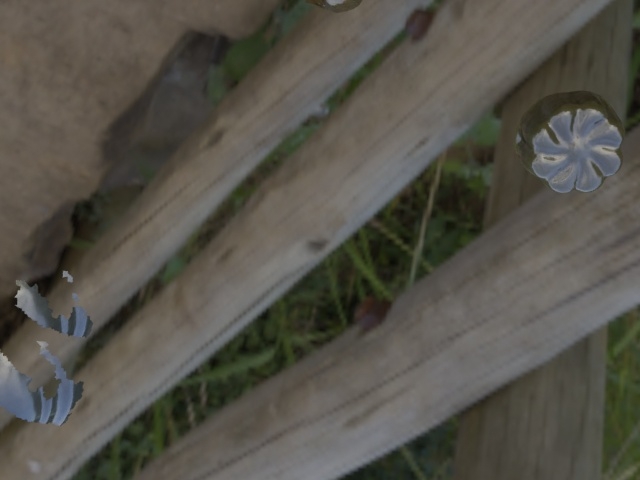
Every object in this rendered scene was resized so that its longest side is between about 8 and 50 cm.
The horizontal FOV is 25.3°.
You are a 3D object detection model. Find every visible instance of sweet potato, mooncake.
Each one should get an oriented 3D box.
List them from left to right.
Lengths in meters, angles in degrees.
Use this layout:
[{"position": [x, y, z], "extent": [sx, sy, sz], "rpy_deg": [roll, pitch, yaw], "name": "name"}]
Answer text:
[{"position": [-0.004, -0.001, 0.732], "extent": [0.150, 0.346, 0.057], "rpy_deg": [54, 171, -16], "name": "mooncake"}, {"position": [0.013, -0.221, 1.226], "extent": [0.054, 0.182, 0.053], "rpy_deg": [-24, 98, -6], "name": "sweet potato"}]
